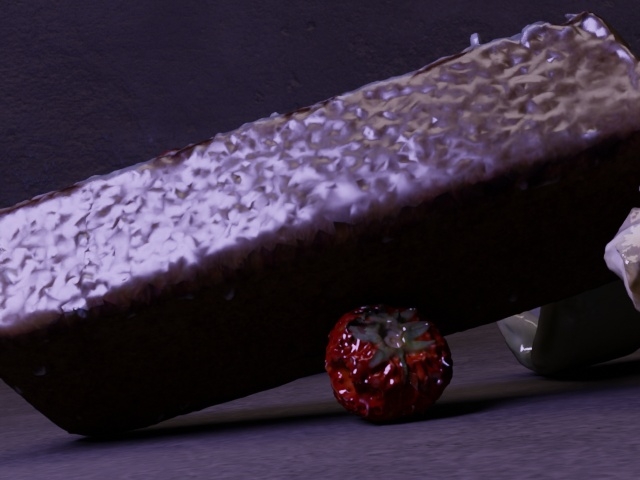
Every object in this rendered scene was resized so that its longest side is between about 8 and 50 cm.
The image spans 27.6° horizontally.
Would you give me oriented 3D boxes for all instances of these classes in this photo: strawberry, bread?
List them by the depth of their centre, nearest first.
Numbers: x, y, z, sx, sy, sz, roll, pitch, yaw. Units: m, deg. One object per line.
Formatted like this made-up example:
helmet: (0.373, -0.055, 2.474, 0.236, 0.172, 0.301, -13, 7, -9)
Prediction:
strawberry: (0.036, 0.077, 0.743, 0.073, 0.073, 0.083, -5, -39, -19)
bread: (0.000, 0.000, 0.783, 0.416, 0.113, 0.165, -18, -37, 6)

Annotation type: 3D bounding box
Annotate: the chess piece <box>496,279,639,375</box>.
chess piece: (0.348, -0.026, 0.980, 0.442, 0.234, 0.234, -8, -2, -14)

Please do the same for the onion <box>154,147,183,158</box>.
onion: (-0.095, 0.044, 1.336, 0.256, 0.272, 0.230, -12, 23, 5)

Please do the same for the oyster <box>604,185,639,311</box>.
oyster: (0.318, -0.016, 0.662, 0.275, 0.271, 0.100, 30, 5, -5)
